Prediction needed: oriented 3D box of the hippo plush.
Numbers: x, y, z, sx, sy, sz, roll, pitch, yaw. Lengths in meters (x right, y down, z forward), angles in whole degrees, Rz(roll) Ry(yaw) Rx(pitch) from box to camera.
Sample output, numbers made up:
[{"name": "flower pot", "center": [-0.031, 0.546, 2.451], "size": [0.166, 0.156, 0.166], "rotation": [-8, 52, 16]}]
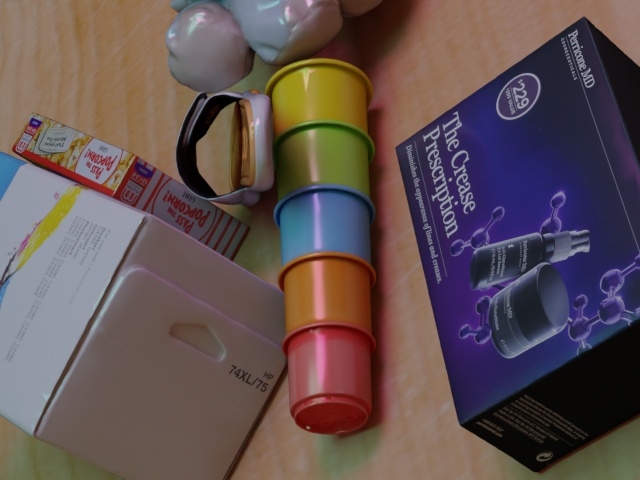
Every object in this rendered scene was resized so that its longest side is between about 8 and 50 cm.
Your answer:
[{"name": "hippo plush", "center": [-0.073, -0.302, 1.478], "size": [0.234, 0.237, 0.294], "rotation": [-24, 27, 6]}]

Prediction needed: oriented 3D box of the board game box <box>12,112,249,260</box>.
[{"name": "board game box", "center": [-0.176, -0.048, 1.527], "size": [0.193, 0.146, 0.045], "rotation": [22, 81, 51]}]

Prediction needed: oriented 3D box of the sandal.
[{"name": "sandal", "center": [-0.084, -0.083, 1.407], "size": [0.265, 0.076, 0.102], "rotation": [165, 104, -84]}]

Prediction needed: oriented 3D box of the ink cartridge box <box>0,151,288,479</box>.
[{"name": "ink cartridge box", "center": [-0.190, 0.073, 1.420], "size": [0.270, 0.198, 0.197], "rotation": [20, 80, 51]}]

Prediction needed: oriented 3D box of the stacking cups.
[{"name": "stacking cups", "center": [0.000, 0.000, 1.352], "size": [0.096, 0.096, 0.316], "rotation": [-26, 48, 32]}]

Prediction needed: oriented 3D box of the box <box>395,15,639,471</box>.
[{"name": "box", "center": [0.170, 0.000, 1.177], "size": [0.184, 0.103, 0.261], "rotation": [-33, 45, 23]}]
